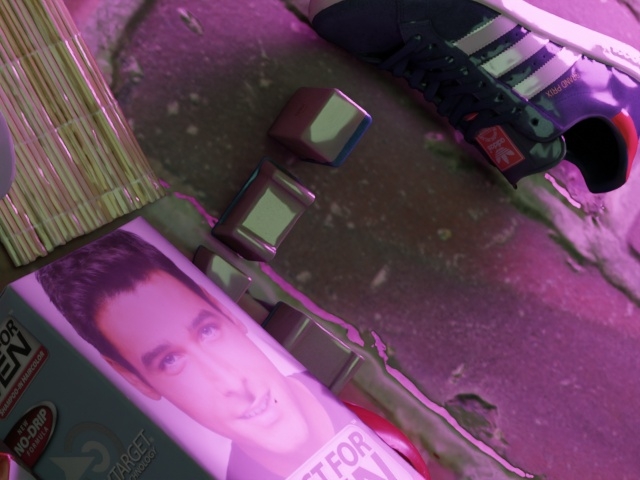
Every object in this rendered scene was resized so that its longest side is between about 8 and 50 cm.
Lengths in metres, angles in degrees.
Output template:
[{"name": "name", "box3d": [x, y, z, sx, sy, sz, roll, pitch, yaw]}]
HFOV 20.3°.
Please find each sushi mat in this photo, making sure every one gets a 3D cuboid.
[{"name": "sushi mat", "box3d": [-0.259, -0.145, 1.463, 0.151, 0.019, 0.317, -30, 93, -27]}]

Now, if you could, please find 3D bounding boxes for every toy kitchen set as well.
[{"name": "toy kitchen set", "box3d": [0.000, 0.000, 1.527, 0.166, 0.122, 0.207, 37, 86, -15]}]

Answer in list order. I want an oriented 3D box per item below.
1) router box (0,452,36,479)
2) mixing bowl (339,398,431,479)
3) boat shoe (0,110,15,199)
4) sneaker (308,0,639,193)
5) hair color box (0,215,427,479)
[{"name": "router box", "box3d": [-0.360, 0.309, 1.195, 0.301, 0.082, 0.336, 1, 73, 5]}, {"name": "mixing bowl", "box3d": [0.025, 0.216, 1.484, 0.181, 0.098, 0.182, 5, 78, -25]}, {"name": "boat shoe", "box3d": [-0.309, -0.123, 1.383, 0.077, 0.070, 0.219, -34, 117, -11]}, {"name": "sneaker", "box3d": [0.148, -0.132, 1.596, 0.350, 0.131, 0.148, 14, 69, -23]}, {"name": "hair color box", "box3d": [-0.074, 0.165, 1.332, 0.374, 0.114, 0.185, 42, 30, 9]}]
